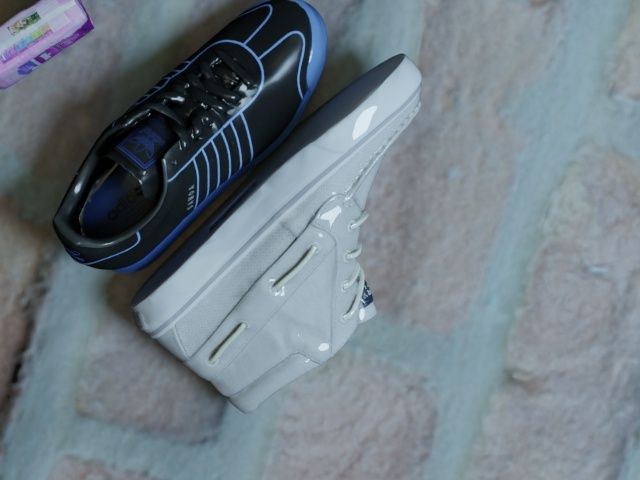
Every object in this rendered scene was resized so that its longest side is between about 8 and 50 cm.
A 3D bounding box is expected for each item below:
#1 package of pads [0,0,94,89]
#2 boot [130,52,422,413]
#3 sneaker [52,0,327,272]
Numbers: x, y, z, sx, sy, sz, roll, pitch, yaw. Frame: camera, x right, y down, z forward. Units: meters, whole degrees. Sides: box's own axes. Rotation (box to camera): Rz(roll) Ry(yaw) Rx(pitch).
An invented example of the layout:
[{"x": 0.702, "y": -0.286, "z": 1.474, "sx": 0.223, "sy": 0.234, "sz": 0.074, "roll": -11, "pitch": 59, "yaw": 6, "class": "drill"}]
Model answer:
[{"x": -0.194, "y": -0.135, "z": 0.910, "sx": 0.083, "sy": 0.050, "sz": 0.032, "roll": -34, "pitch": 92, "yaw": 0, "class": "package of pads"}, {"x": 0.000, "y": 0.000, "z": 0.927, "sx": 0.258, "sy": 0.095, "sz": 0.123, "roll": -43, "pitch": 103, "yaw": 10, "class": "boot"}, {"x": -0.084, "y": -0.073, "z": 0.896, "sx": 0.081, "sy": 0.090, "sz": 0.232, "roll": 39, "pitch": 92, "yaw": 13, "class": "sneaker"}]
